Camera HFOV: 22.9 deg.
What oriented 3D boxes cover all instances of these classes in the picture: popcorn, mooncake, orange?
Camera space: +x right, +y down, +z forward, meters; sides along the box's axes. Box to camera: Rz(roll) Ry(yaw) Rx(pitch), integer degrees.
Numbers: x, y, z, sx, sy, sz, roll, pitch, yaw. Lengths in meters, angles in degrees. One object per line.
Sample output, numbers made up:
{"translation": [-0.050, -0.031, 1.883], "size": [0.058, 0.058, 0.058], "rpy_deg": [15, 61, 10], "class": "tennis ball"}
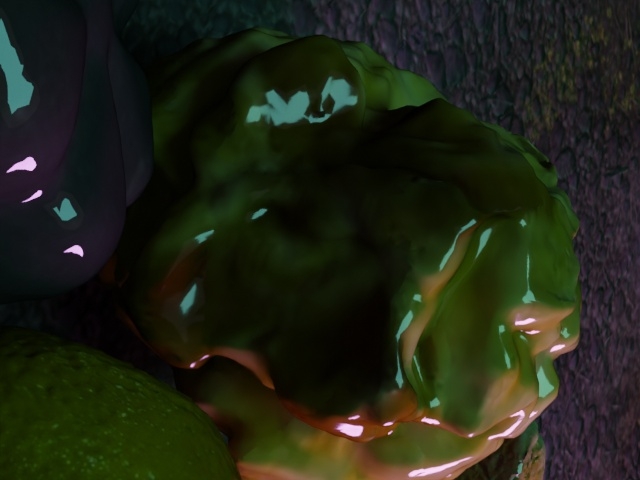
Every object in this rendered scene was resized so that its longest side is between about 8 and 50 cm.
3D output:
{"translation": [0.000, 0.000, 0.836], "size": [0.332, 0.265, 0.225], "rpy_deg": [-87, -158, -67], "class": "popcorn"}
{"translation": [-0.152, -0.093, 0.642], "size": [0.245, 0.133, 0.244], "rpy_deg": [-6, 90, -84], "class": "mooncake"}
{"translation": [-0.137, 0.156, 0.692], "size": [0.236, 0.236, 0.236], "rpy_deg": [-13, 107, -52], "class": "orange"}

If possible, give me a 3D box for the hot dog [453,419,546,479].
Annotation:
{"translation": [0.100, 0.234, 1.141], "size": [0.073, 0.084, 0.242], "rpy_deg": [40, 63, -48], "class": "hot dog"}
